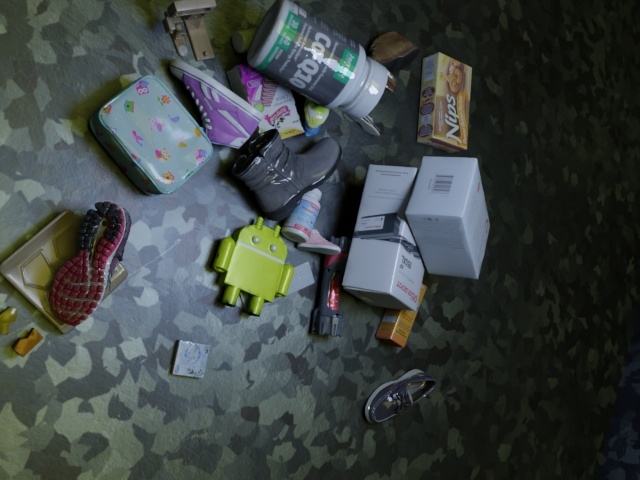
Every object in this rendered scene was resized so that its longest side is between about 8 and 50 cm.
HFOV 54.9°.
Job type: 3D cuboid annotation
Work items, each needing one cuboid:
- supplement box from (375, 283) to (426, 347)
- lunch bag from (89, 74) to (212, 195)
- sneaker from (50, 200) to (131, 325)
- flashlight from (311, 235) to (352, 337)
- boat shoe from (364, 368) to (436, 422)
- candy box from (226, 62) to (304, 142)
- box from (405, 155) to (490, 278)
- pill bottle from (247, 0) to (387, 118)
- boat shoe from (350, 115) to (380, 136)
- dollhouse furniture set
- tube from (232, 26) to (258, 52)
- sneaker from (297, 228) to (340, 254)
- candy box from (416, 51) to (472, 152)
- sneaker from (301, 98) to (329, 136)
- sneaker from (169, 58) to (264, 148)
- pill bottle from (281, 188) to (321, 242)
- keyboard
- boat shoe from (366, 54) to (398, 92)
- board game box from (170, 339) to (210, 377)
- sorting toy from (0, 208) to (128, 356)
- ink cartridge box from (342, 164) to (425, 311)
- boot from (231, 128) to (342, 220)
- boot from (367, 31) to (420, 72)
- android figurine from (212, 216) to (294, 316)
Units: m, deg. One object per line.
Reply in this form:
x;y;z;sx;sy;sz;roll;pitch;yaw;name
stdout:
0.272;0.236;2.065;0.078;0.080;0.233;36;66;-32;supplement box
-0.420;-0.263;1.568;0.279;0.108;0.224;53;58;-23;lunch bag
-0.520;0.060;1.439;0.121;0.112;0.299;24;85;6;sneaker
0.050;0.143;1.894;0.103;0.103;0.304;13;79;-38;flashlight
0.269;0.515;2.038;0.285;0.092;0.103;-21;100;-35;boat shoe
-0.158;-0.401;1.788;0.159;0.071;0.233;-25;103;-35;candy box
0.398;-0.064;1.878;0.345;0.168;0.215;59;44;-50;box
-0.004;-0.497;1.720;0.361;0.204;0.204;24;74;-24;pill bottle
0.150;-0.396;2.028;0.137;0.049;0.043;36;66;-24;boat shoe
-0.330;-0.550;1.621;0.144;0.151;0.123;-23;101;-32;dollhouse furniture set
-0.149;-0.601;1.814;0.240;0.070;0.062;-25;62;-40;tube
0.000;0.000;1.860;0.051;0.134;0.070;72;29;-62;sneaker
0.449;-0.493;2.223;0.183;0.087;0.316;10;82;-35;candy box
-0.018;-0.406;1.892;0.091;0.126;0.240;25;43;-6;sneaker
-0.310;-0.356;1.660;0.282;0.102;0.161;35;97;-10;sneaker
-0.052;-0.080;1.837;0.087;0.087;0.160;31;69;-31;pill bottle
-0.124;0.138;1.824;0.256;0.014;0.072;-23;96;-35;keyboard
0.079;-0.534;1.899;0.324;0.122;0.120;28;103;-4;boat shoe
-0.348;0.317;1.645;0.090;0.020;0.090;18;78;-35;board game box
-0.633;0.106;1.442;0.307;0.041;0.229;-49;119;-27;sorting toy
0.227;0.000;1.927;0.285;0.166;0.395;35;66;-60;ink cartridge box
-0.084;-0.237;1.761;0.338;0.118;0.223;-51;132;-24;boot
0.187;-0.601;2.053;0.305;0.112;0.115;-35;77;-27;boot
-0.186;0.070;1.747;0.248;0.056;0.273;28;70;-30;android figurine
